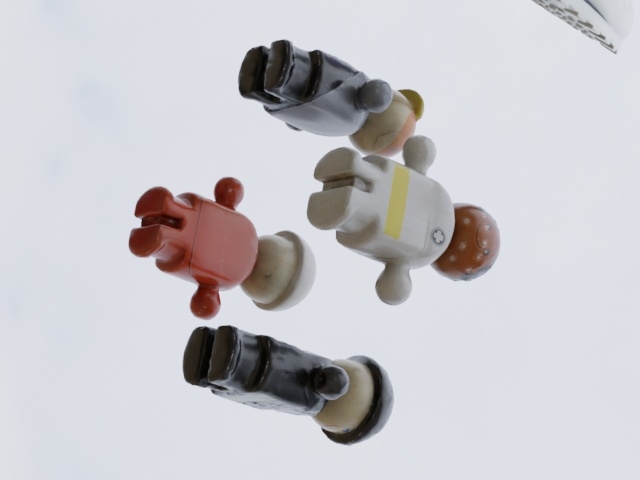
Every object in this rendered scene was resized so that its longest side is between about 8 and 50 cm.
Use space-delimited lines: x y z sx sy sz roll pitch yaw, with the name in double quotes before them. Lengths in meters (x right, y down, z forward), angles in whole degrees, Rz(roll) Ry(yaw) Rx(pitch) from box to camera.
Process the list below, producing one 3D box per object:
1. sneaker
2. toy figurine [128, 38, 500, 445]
"sneaker" 0.184 -0.212 1.044 0.090 0.235 0.095 33 -87 33
"toy figurine" 0.000 0.000 0.928 0.209 0.148 0.213 -53 -140 18
